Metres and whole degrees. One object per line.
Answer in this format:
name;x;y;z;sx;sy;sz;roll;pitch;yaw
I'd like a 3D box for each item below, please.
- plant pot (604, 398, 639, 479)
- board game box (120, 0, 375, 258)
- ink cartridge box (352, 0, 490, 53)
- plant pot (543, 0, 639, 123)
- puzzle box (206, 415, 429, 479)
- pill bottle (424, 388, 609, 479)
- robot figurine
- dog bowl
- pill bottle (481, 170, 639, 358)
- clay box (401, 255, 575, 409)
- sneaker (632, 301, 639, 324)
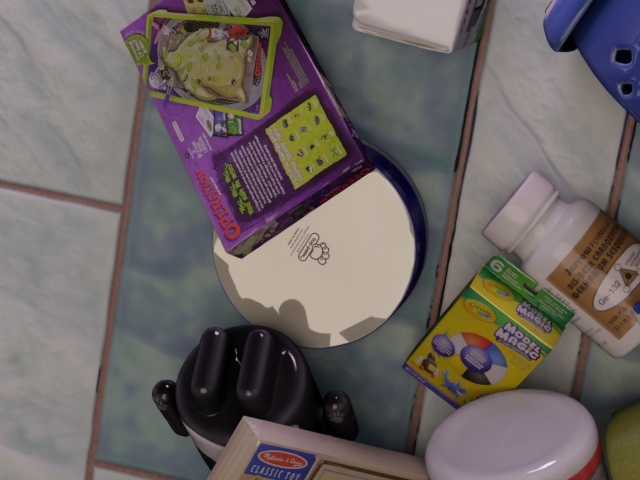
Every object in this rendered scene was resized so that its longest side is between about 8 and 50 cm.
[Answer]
plant pot;0.490;0.253;1.869;0.254;0.276;0.276;-24;95;26
board game box;-0.095;-0.176;1.926;0.208;0.056;0.347;-31;67;11
ink cartridge box;0.139;-0.332;1.797;0.121;0.289;0.211;16;103;8
plant pot;0.394;-0.263;1.794;0.212;0.236;0.236;37;106;9
puzzle box;0.012;0.375;1.944;0.409;0.052;0.272;18;108;-36
pill bottle;0.265;0.382;1.914;0.210;0.210;0.363;-10;116;13
robot figurine;-0.082;0.212;1.959;0.173;0.278;0.209;-41;58;-15
dog bowl;0.000;0.000;1.982;0.264;0.104;0.265;2;101;11
pill bottle;0.316;0.025;1.909;0.229;0.131;0.131;40;105;2
clay box;0.206;0.124;1.937;0.127;0.053;0.222;37;137;3
sneaker;0.475;0.010;1.822;0.131;0.112;0.296;39;68;-11
